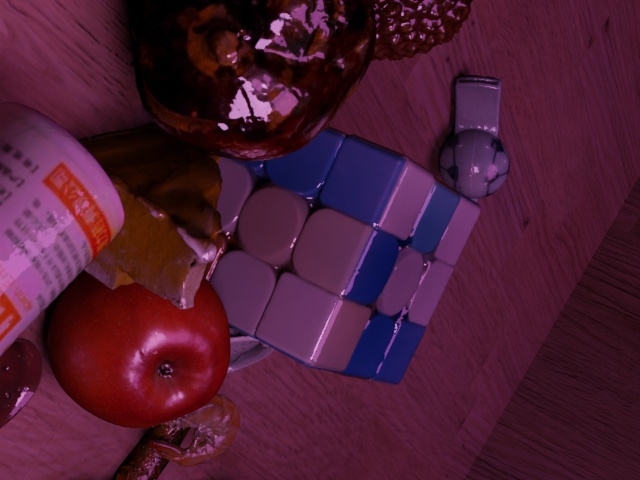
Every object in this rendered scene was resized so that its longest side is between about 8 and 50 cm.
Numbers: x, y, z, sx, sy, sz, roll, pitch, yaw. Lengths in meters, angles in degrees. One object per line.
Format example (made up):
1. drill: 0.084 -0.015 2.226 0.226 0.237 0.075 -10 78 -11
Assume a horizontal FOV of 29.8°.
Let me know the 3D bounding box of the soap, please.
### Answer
1. soap: -0.170 -0.047 1.656 0.338 0.304 0.169 -21 134 -52

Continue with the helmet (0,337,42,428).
1. helmet: -0.454 0.174 1.566 0.175 0.106 0.155 -19 131 -56

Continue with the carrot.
1. carrot: -0.291 0.372 2.060 0.229 0.069 0.069 -56 151 -18

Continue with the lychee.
1. lychee: 0.092 -0.409 1.809 0.330 0.306 0.306 -26 141 -13

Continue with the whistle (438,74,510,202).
1. whistle: 0.326 -0.190 2.544 0.163 0.163 0.290 -45 146 -32

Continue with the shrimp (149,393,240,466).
1. shrimp: -0.237 0.317 2.038 0.236 0.053 0.133 11 106 -39

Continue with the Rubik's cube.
1. Rubik's cube: 0.000 0.000 1.943 0.346 0.344 0.347 21 94 -60

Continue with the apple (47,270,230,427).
1. apple: -0.254 0.146 1.730 0.260 0.216 0.261 -16 122 -27

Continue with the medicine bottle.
1. medicine bottle: -0.427 0.038 1.382 0.388 0.219 0.219 -48 149 -25

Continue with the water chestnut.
1. water chestnut: -0.092 -0.262 1.627 0.335 0.335 0.347 -60 167 -7

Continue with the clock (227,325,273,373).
1. clock: -0.190 0.179 1.972 0.236 0.236 0.053 17 54 -62
